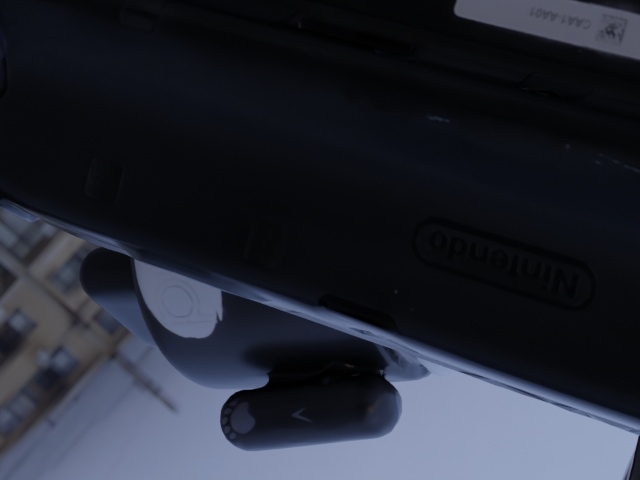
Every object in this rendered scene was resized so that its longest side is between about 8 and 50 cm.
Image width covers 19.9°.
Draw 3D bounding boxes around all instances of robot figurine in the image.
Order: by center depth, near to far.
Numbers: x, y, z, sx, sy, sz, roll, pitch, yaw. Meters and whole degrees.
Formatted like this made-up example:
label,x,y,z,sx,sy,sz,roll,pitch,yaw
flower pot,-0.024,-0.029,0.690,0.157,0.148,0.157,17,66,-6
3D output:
label,x,y,z,sx,sy,sz,roll,pitch,yaw
robot figurine,0.001,0.003,1.076,0.278,0.209,0.173,-5,-171,26

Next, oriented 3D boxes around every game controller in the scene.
label,x,y,z,sx,sy,sz,roll,pitch,yaw
game controller,0.059,-0.051,0.342,0.067,0.319,0.166,28,82,-61

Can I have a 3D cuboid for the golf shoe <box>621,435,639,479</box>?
label,x,y,z,sx,sy,sz,roll,pitch,yaw
golf shoe,0.144,0.020,0.501,0.120,0.105,0.273,-108,-144,-60
